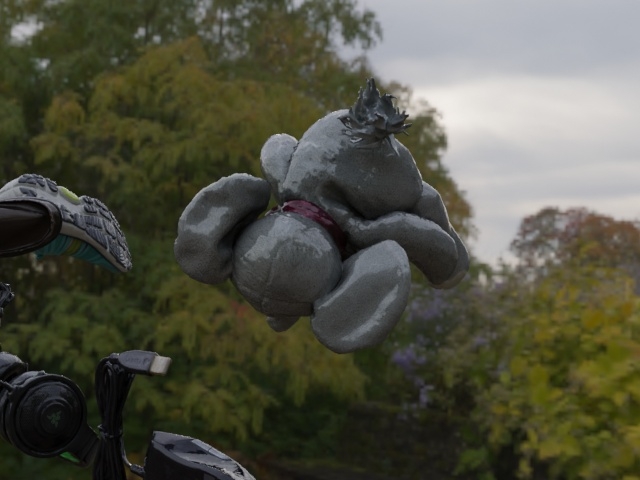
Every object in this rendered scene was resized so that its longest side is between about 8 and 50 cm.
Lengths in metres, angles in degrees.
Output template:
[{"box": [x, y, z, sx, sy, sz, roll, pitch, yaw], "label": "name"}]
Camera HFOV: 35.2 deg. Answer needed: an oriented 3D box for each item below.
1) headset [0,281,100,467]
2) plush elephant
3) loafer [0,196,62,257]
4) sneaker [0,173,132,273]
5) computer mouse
[{"box": [-0.475, 0.227, 1.607, 0.243, 0.185, 0.394, 20, -25, 25], "label": "headset"}, {"box": [0.000, 0.000, 1.118, 0.271, 0.255, 0.330, 35, -15, 16], "label": "plush elephant"}, {"box": [-0.452, -0.010, 1.330, 0.219, 0.080, 0.078, -10, 3, -12], "label": "loafer"}, {"box": [-0.407, -0.017, 1.595, 0.110, 0.107, 0.275, -32, -39, 20], "label": "sneaker"}, {"box": [-0.132, 0.204, 0.998, 0.262, 0.184, 0.060, 10, 12, 42], "label": "computer mouse"}]
